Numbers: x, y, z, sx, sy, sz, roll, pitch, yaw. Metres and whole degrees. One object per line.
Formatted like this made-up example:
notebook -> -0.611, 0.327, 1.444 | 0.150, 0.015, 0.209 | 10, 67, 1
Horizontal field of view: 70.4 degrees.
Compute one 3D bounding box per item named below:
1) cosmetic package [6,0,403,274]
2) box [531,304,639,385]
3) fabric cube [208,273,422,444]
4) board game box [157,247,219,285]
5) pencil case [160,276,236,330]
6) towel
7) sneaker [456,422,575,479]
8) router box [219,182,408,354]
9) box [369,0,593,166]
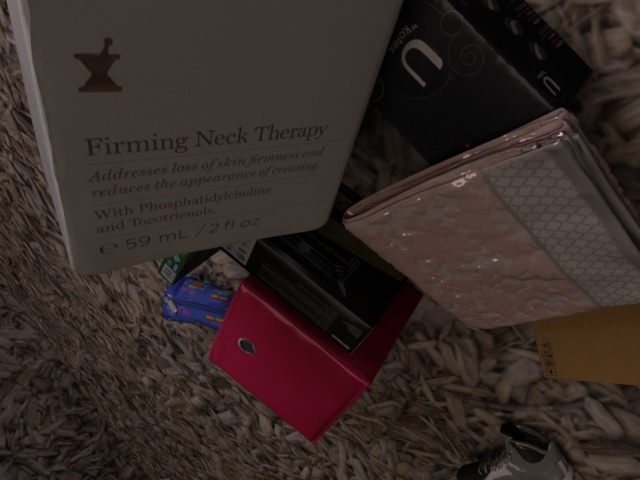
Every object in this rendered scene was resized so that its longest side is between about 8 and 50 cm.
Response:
cosmetic package -> -0.155, -0.231, 0.514 | 0.327, 0.330, 0.393 | 56, 145, 32
box -> 0.421, 0.139, 0.709 | 0.165, 0.021, 0.201 | -6, 113, 37
fabric cube -> -0.012, 0.167, 0.862 | 0.258, 0.259, 0.254 | 37, 131, 9
board game box -> -0.180, -0.062, 0.863 | 0.046, 0.213, 0.317 | 44, 133, 4
pencil case -> -0.260, 0.170, 1.122 | 0.306, 0.133, 0.119 | 10, 90, 29
towel -> 0.246, 0.015, 0.610 | 0.332, 0.053, 0.317 | 38, 142, -26
sneaker -> 0.361, 0.421, 0.897 | 0.229, 0.086, 0.132 | -23, 99, 31
router box -> 0.000, 0.000, 0.759 | 0.309, 0.243, 0.081 | 38, 132, 9
box -> 0.159, -0.224, 0.561 | 0.270, 0.143, 0.165 | 45, 144, 1
